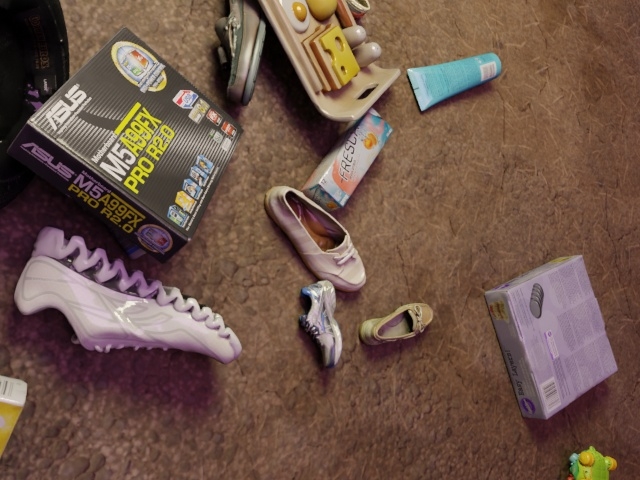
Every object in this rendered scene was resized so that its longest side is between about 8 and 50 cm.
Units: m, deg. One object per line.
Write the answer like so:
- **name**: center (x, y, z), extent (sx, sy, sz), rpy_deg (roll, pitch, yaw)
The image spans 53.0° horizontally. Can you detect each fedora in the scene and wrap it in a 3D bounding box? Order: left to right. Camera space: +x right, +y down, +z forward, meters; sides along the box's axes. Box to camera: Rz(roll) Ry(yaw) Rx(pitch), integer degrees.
- **fedora**: center (-0.401, -0.184, 0.674), extent (0.152, 0.334, 0.334), rpy_deg (11, 73, 2)

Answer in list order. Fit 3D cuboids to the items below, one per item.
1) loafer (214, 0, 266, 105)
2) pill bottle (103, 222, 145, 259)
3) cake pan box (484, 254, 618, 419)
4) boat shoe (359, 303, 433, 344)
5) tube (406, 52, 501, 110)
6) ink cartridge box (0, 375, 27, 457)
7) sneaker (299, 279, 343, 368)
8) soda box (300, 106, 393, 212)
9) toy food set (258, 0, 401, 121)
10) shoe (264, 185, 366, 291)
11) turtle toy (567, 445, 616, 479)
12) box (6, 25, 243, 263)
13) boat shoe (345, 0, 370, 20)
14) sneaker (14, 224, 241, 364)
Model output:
- **loafer**: center (-0.125, -0.327, 0.978), extent (0.084, 0.096, 0.268), rpy_deg (11, 68, -10)
- **pill bottle**: center (-0.256, -0.051, 0.840), extent (0.078, 0.078, 0.137), rpy_deg (-40, 103, -31)
- **cake pan box**: center (0.458, 0.186, 1.254), extent (0.245, 0.070, 0.267), rpy_deg (-20, 92, -31)
- **boat shoe**: center (0.136, 0.139, 1.069), extent (0.152, 0.048, 0.056), rpy_deg (-8, 86, -33)
- **tube**: center (0.258, -0.313, 1.232), extent (0.207, 0.052, 0.080), rpy_deg (-22, 89, -28)
- **ink cartridge box**: center (-0.484, 0.236, 0.589), extent (0.303, 0.072, 0.307), rpy_deg (23, 89, -26)
- **sneaker**: center (-0.005, 0.131, 0.988), extent (0.058, 0.052, 0.135), rpy_deg (-4, 76, -23)
- **soda box**: center (0.044, -0.131, 1.052), extent (0.058, 0.063, 0.183), rpy_deg (42, 62, -19)
- **toy food set**: center (0.021, -0.360, 1.004), extent (0.306, 0.092, 0.220), rpy_deg (60, 39, -20)
- **shoe**: center (0.000, 0.000, 1.003), extent (0.219, 0.058, 0.077), rpy_deg (46, 61, -17)
- **turtle toy**: center (0.516, 0.464, 1.239), extent (0.095, 0.066, 0.130), rpy_deg (21, 71, -28)
- **box**: center (-0.225, -0.130, 0.815), extent (0.216, 0.060, 0.270), rpy_deg (40, 35, -20)
- **boat shoe**: center (0.035, -0.447, 1.115), extent (0.049, 0.043, 0.137), rpy_deg (-44, 104, -28)
- **sneaker**: center (-0.240, 0.097, 0.816), extent (0.292, 0.110, 0.118), rpy_deg (30, 74, -16)
